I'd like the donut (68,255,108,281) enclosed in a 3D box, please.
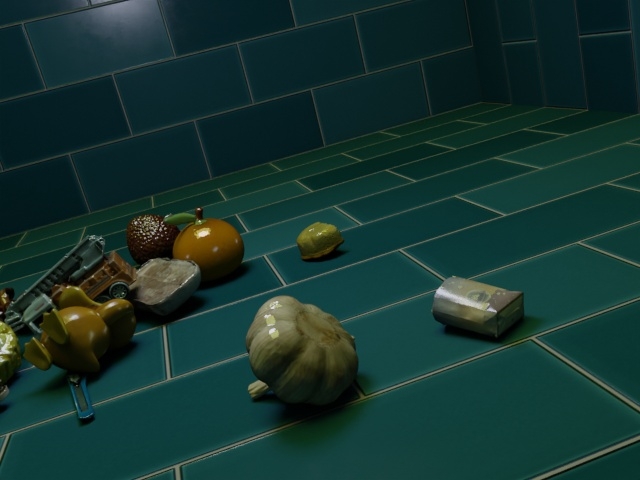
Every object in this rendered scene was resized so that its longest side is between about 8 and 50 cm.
[{"bbox_3d":[-0.687,0.119,2.076,0.217,0.141,0.085,-13,9,-12],"label":"donut"}]

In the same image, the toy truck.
[{"bbox_3d":[-0.672,0.146,1.773,0.338,0.184,0.133,-39,20,-4],"label":"toy truck"}]

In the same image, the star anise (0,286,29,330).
[{"bbox_3d":[-0.938,0.209,2.011,0.293,0.108,0.349,-6,17,8],"label":"star anise"}]

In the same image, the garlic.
[{"bbox_3d":[-0.055,0.227,1.208,0.212,0.219,0.218,-52,-1,28],"label":"garlic"}]

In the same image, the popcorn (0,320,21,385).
[{"bbox_3d":[-0.840,0.277,1.598,0.221,0.183,0.204,-1,30,-2],"label":"popcorn"}]

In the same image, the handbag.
[{"bbox_3d":[0.301,0.130,1.309,0.173,0.095,0.117,13,25,42],"label":"handbag"}]

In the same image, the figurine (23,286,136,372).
[{"bbox_3d":[-0.555,0.216,1.567,0.215,0.215,0.228,-11,25,11],"label":"figurine"}]

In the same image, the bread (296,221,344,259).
[{"bbox_3d":[-0.010,0.004,1.961,0.125,0.086,0.156,-29,17,-13],"label":"bread"}]

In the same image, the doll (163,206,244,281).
[{"bbox_3d":[-0.339,0.003,1.963,0.214,0.235,0.213,-11,23,5],"label":"doll"}]

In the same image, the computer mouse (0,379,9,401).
[{"bbox_3d":[-0.808,0.364,1.447,0.237,0.081,0.145,-11,16,5],"label":"computer mouse"}]

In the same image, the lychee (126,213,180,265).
[{"bbox_3d":[-0.573,-0.002,2.283,0.195,0.194,0.194,-13,17,4],"label":"lychee"}]

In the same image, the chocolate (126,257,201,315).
[{"bbox_3d":[-0.446,0.137,1.855,0.185,0.100,0.303,-40,24,-31],"label":"chocolate"}]

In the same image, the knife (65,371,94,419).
[{"bbox_3d":[-0.522,0.324,1.443,0.044,0.026,0.297,-9,13,-25],"label":"knife"}]
